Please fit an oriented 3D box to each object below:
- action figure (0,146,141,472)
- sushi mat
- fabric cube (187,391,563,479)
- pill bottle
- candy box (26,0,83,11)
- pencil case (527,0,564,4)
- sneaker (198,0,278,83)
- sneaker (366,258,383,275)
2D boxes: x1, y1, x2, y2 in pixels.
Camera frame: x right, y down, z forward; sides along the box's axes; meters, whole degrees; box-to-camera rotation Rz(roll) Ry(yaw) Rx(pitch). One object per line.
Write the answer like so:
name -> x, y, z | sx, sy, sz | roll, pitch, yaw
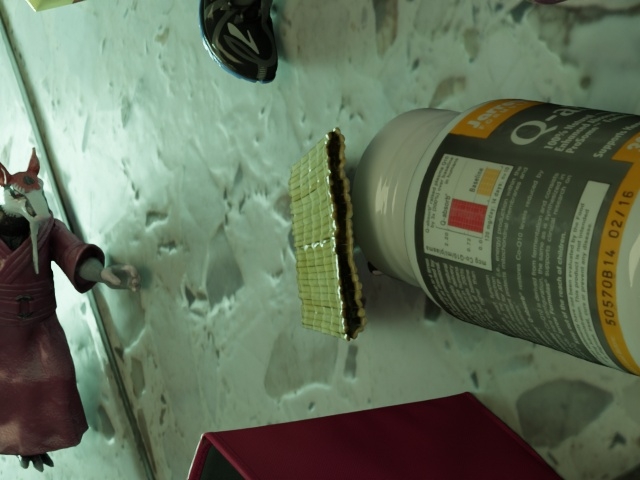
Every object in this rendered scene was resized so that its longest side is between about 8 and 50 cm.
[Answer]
action figure -> -0.346, 0.067, 1.559 | 0.276, 0.248, 0.370 | -122, 39, -70
sushi mat -> 0.000, 0.000, 1.084 | 0.316, 0.019, 0.151 | 165, 99, -84
fabric cube -> 0.055, 0.292, 0.970 | 0.259, 0.258, 0.254 | 40, 121, 43
pill bottle -> 0.157, -0.010, 0.897 | 0.278, 0.162, 0.162 | 16, 105, 49
candy box -> -0.347, -0.432, 1.488 | 0.316, 0.087, 0.183 | 50, 132, 13
pencil case -> 0.069, -0.324, 0.948 | 0.386, 0.160, 0.167 | 42, 113, 29
sneaker -> -0.073, -0.236, 1.247 | 0.078, 0.067, 0.188 | -25, 70, 56
sneaker -> 0.078, 0.020, 1.097 | 0.109, 0.040, 0.043 | -15, 83, 51
